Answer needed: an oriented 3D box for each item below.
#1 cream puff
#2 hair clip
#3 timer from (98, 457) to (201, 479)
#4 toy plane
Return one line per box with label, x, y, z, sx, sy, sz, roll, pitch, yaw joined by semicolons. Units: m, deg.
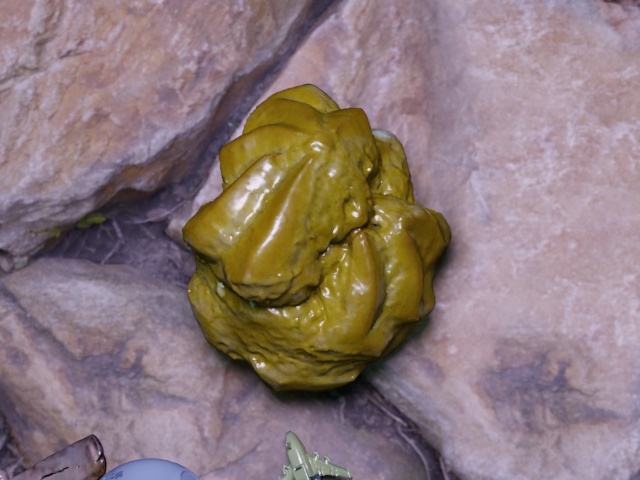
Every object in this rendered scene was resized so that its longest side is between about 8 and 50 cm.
cream puff;0.002;0.009;1.647;0.274;0.270;0.323;26;82;8
hair clip;-0.367;0.301;1.718;0.300;0.069;0.173;-23;73;12
timer;-0.226;0.336;1.670;0.255;0.175;0.175;-24;72;31
toy plane;-0.017;0.267;1.698;0.102;0.040;0.111;-26;76;11
